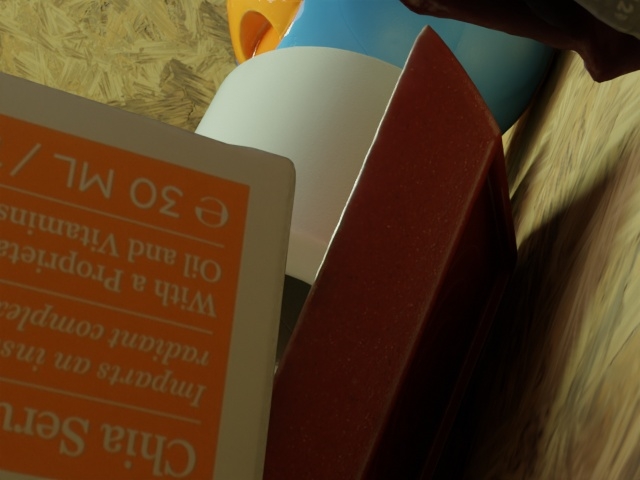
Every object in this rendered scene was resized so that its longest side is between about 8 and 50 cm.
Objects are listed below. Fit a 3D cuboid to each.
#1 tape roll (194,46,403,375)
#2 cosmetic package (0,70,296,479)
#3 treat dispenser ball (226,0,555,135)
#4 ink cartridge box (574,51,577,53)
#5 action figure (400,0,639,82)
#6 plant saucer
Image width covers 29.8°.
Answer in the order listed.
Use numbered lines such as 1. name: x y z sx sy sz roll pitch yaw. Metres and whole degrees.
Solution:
1. tape roll: 0.000 0.000 0.902 0.246 0.246 0.169 109 -176 -55
2. cosmetic package: -0.160 0.167 0.399 0.161 0.230 0.453 -35 45 57
3. treat dispenser ball: 0.063 -0.198 1.040 0.288 0.288 0.288 22 -90 -88
4. ink cartridge box: 0.130 -0.228 0.700 0.218 0.158 0.092 107 -173 -62
5. action figure: 0.053 -0.216 0.451 0.248 0.275 0.370 83 -173 -45
6. plant saucer: 0.041 0.064 0.605 0.258 0.047 0.259 57 -127 -69
